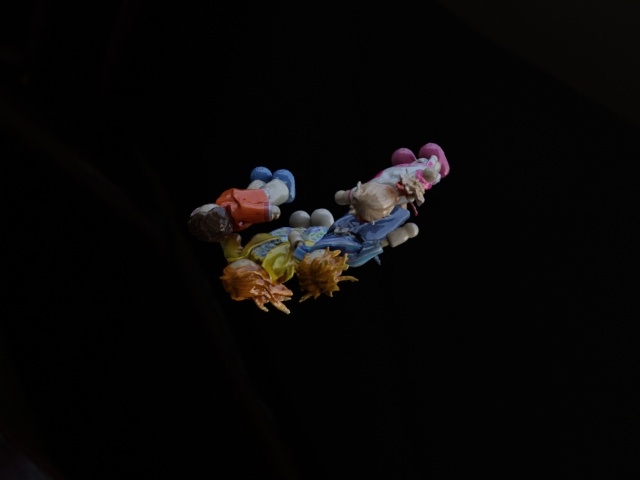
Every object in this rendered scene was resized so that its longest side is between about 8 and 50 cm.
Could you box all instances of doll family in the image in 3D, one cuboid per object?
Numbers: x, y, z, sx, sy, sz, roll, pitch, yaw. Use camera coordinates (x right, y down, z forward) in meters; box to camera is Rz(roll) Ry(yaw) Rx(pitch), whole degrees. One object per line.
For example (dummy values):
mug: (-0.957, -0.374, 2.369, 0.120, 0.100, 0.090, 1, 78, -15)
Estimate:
doll family: (0.000, 0.000, 1.077, 0.263, 0.163, 0.118, -8, -73, 30)
